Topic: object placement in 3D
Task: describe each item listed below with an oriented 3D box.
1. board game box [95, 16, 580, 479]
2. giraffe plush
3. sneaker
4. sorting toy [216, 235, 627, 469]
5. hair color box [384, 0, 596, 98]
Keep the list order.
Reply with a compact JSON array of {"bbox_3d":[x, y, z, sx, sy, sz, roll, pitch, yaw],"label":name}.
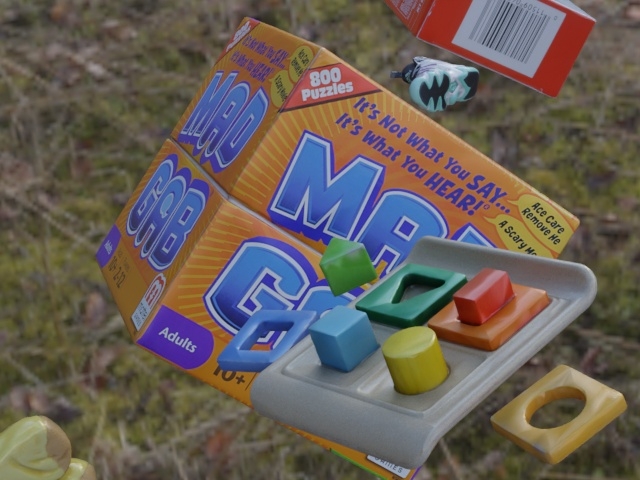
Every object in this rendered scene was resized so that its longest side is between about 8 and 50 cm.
[{"bbox_3d":[0.000,0.000,1.658,0.356,0.356,0.356,31,4,-20],"label":"board game box"},{"bbox_3d":[-0.301,0.198,1.132,0.210,0.181,0.170,-8,25,-34],"label":"giraffe plush"},{"bbox_3d":[0.086,-0.138,1.246,0.069,0.038,0.098,19,18,31],"label":"sneaker"},{"bbox_3d":[0.065,0.060,0.983,0.196,0.047,0.348,-41,31,-28],"label":"sorting toy"},{"bbox_3d":[0.085,-0.146,0.845,0.093,0.053,0.167,21,19,-18],"label":"hair color box"}]
